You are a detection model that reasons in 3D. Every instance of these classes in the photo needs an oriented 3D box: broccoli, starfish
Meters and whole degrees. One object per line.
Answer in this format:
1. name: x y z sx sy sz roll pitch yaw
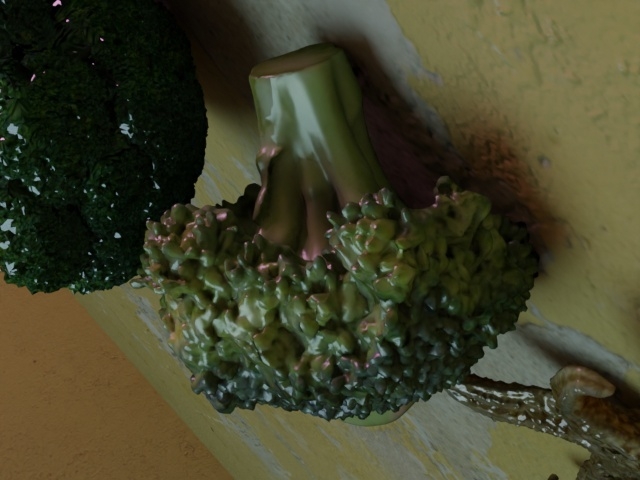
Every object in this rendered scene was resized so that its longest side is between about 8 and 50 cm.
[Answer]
1. broccoli: 0.000 0.019 0.698 0.288 0.235 0.260 -7 136 22
2. broccoli: -0.216 -0.100 0.818 0.275 0.308 0.308 -6 134 22
3. starfish: 0.230 0.187 0.719 0.327 0.094 0.375 40 170 52

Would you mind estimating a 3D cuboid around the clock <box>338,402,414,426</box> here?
1. clock: -0.011 0.078 1.023 0.235 0.096 0.308 46 161 0
